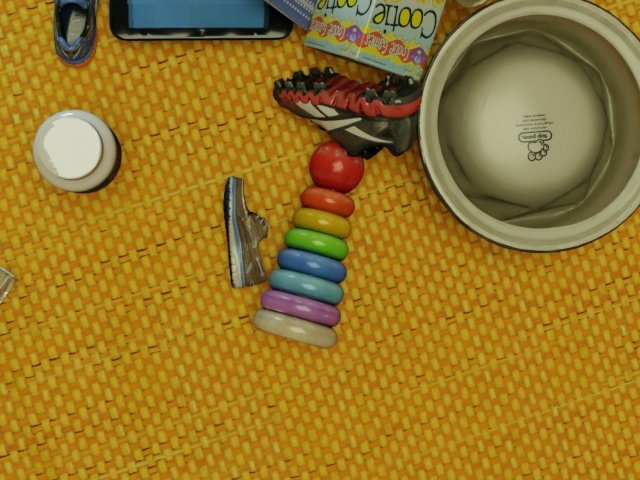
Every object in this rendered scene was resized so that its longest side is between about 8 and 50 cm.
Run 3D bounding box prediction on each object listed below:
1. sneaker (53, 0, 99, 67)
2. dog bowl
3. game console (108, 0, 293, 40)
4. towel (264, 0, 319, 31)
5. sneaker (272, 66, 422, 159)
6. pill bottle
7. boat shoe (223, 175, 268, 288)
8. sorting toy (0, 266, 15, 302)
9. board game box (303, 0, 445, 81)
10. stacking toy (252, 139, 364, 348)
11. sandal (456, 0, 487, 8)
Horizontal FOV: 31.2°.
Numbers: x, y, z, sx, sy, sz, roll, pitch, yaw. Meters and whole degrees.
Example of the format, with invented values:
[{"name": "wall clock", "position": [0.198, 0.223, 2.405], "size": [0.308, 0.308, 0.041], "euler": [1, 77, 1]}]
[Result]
[{"name": "sneaker", "position": [-0.381, -0.386, 1.802], "size": [0.083, 0.087, 0.221], "euler": [-2, 92, -7]}, {"name": "dog bowl", "position": [0.340, -0.186, 1.857], "size": [0.407, 0.150, 0.408], "euler": [0, 92, -7]}, {"name": "game console", "position": [-0.185, -0.460, 1.774], "size": [0.293, 0.250, 0.173], "euler": [-2, 49, -7]}, {"name": "towel", "position": [0.035, -0.491, 1.818], "size": [0.243, 0.040, 0.336], "euler": [28, 89, -41]}, {"name": "sneaker", "position": [0.039, -0.196, 1.803], "size": [0.097, 0.276, 0.135], "euler": [-37, 129, -43]}, {"name": "pill bottle", "position": [-0.369, -0.133, 1.743], "size": [0.124, 0.221, 0.124], "euler": [0, 92, -6]}, {"name": "boat shoe", "position": [-0.119, -0.016, 1.859], "size": [0.066, 0.066, 0.183], "euler": [-5, 102, -11]}, {"name": "sorting toy", "position": [-0.535, 0.068, 1.824], "size": [0.075, 0.045, 0.083], "euler": [37, 88, 1]}, {"name": "board game box", "position": [0.104, -0.407, 1.784], "size": [0.142, 0.144, 0.275], "euler": [11, 100, -40]}, {"name": "stacking toy", "position": [0.000, 0.000, 1.840], "size": [0.141, 0.141, 0.330], "euler": [16, 86, -7]}, {"name": "sandal", "position": [0.258, -0.474, 1.816], "size": [0.088, 0.079, 0.240], "euler": [3, 84, 14]}]
